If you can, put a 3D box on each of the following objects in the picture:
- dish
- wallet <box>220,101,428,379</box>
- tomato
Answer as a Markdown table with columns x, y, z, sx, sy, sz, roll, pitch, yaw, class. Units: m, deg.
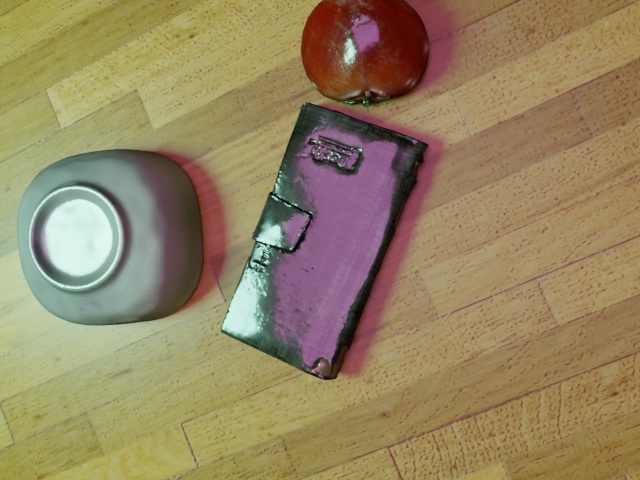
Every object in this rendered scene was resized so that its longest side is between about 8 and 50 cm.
| x | y | z | sx | sy | sz | roll | pitch | yaw | class |
| --- | --- | --- | --- | --- | --- | --- | --- | --- | --- |
| -0.282 | -0.003 | 0.849 | 0.256 | 0.117 | 0.257 | 0 | 90 | 12 | dish |
| 0.000 | 0.000 | 0.825 | 0.168 | 0.044 | 0.317 | 22 | 94 | 12 | wallet |
| 0.047 | -0.235 | 0.790 | 0.159 | 0.091 | 0.139 | 0 | 89 | 14 | tomato |
